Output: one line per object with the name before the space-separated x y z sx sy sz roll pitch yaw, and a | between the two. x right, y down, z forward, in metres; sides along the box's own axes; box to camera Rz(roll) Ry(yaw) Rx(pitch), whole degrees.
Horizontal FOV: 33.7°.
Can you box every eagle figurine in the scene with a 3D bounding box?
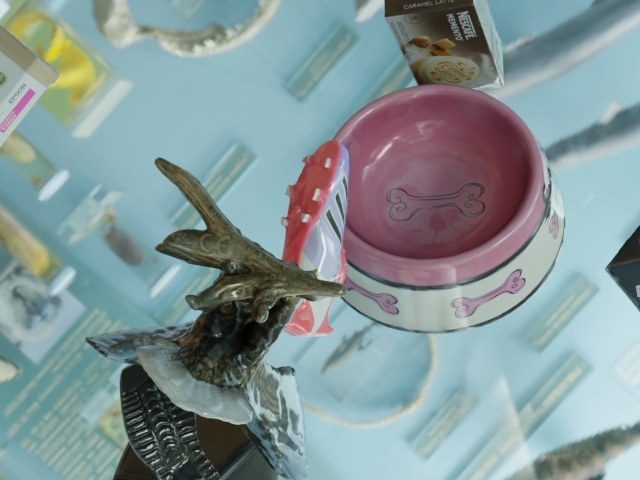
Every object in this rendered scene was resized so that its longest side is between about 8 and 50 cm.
eagle figurine | -0.082 0.099 0.956 0.225 0.226 0.298 -3 146 -24

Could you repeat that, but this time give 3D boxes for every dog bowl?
dog bowl | 0.174 -0.068 1.644 0.408 0.408 0.150 -47 151 -18

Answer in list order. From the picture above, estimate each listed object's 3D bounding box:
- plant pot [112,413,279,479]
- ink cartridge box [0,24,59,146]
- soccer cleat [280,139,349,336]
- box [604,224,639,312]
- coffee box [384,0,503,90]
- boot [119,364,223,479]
plant pot | -0.171 0.337 1.365 0.167 0.187 0.188 -36 129 -64
ink cartridge box | -0.568 -0.241 1.681 0.235 0.193 0.088 -52 168 -2
soccer cleat | 0.000 0.000 1.323 0.083 0.095 0.248 14 -92 58
box | 0.353 -0.049 0.719 0.216 0.060 0.270 -44 -170 -26
coffee box | 0.198 -0.334 1.665 0.246 0.141 0.098 50 38 -61
boot | -0.179 0.222 1.174 0.077 0.198 0.137 -24 -173 -21
